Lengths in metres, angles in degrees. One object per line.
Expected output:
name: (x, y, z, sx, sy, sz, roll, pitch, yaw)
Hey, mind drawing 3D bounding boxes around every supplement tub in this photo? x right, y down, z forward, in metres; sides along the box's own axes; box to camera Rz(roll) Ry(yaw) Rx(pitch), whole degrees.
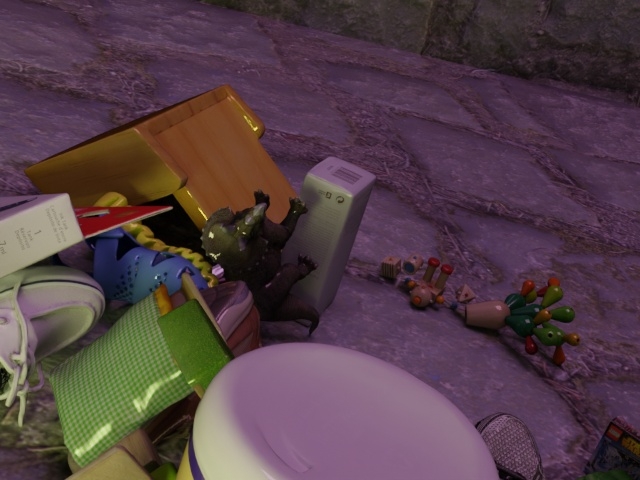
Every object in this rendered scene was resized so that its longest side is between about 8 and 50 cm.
supplement tub: (-0.020, 0.277, 0.789, 0.241, 0.331, 0.241, 16, 26, -8)

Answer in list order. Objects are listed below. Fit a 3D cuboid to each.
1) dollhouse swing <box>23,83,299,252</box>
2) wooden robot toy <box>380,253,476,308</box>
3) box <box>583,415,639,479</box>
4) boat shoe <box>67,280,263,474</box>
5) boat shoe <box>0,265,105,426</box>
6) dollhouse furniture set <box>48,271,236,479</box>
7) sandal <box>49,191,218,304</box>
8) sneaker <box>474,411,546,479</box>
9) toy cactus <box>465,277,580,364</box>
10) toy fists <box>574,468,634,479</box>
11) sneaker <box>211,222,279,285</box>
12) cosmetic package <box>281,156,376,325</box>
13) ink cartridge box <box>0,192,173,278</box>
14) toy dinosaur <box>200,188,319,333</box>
dollhouse swing: (-0.237, -0.069, 1.647, 0.315, 0.305, 0.347, -17, 14, 24)
wooden robot toy: (0.173, 0.075, 1.642, 0.173, 0.076, 0.079, 28, 38, 18)
box: (0.436, 0.316, 1.312, 0.137, 0.094, 0.027, 36, 31, 31)
boat shoe: (-0.159, 0.177, 1.131, 0.123, 0.116, 0.324, -7, 28, 40)
boat shoe: (-0.368, 0.136, 1.059, 0.156, 0.136, 0.367, 36, 33, 31)
dollhouse furniture set: (-0.190, 0.127, 0.953, 0.197, 0.151, 0.301, -33, 39, -6)
sandal: (-0.260, 0.051, 1.340, 0.317, 0.126, 0.138, 31, 38, 34)
sneaker: (0.201, 0.315, 1.007, 0.134, 0.146, 0.343, 18, 40, -6)
toy cactus: (0.335, 0.132, 1.633, 0.180, 0.112, 0.219, 0, 28, 3)
toy fists: (0.336, 0.363, 1.147, 0.142, 0.096, 0.279, 27, 28, 19)
sneaker: (-0.112, 0.052, 1.431, 0.178, 0.072, 0.077, -42, 76, -14)
cosmetic package: (0.000, 0.000, 1.473, 0.085, 0.231, 0.117, 26, 25, 12)
ink cartridge box: (-0.374, -0.024, 1.220, 0.261, 0.066, 0.296, -27, 18, -36)
toy dinosaur: (-0.084, 0.033, 1.348, 0.121, 0.313, 0.160, 23, 54, 28)
